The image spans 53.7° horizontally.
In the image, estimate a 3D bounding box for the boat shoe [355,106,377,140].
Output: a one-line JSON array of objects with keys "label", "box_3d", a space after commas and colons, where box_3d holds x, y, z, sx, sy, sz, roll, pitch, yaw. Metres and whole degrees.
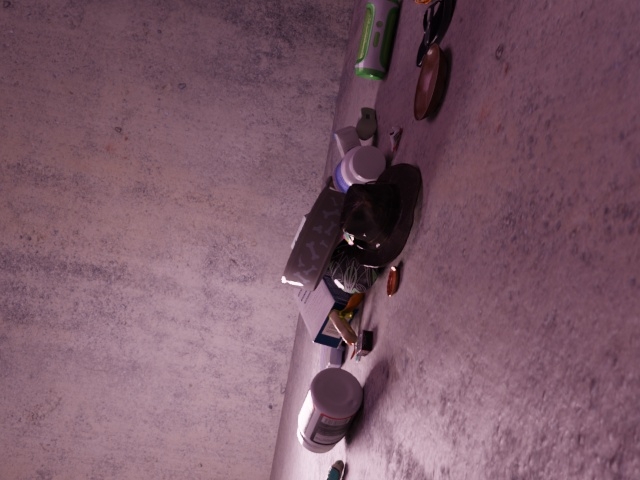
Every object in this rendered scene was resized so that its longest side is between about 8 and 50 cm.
[{"label": "boat shoe", "box_3d": [0.176, -0.434, 2.446, 0.228, 0.079, 0.081, -79, -3, -52]}]

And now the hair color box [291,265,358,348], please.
[{"label": "hair color box", "box_3d": [0.010, 0.217, 2.282, 0.174, 0.105, 0.347, -62, 25, 16]}]

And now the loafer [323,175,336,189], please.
[{"label": "loafer", "box_3d": [0.094, -0.159, 2.381, 0.251, 0.087, 0.094, 31, -98, -60]}]

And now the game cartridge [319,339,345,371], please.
[{"label": "game cartridge", "box_3d": [0.054, 0.329, 2.385, 0.230, 0.068, 0.355, 120, 159, -60]}]

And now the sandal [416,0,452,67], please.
[{"label": "sandal", "box_3d": [0.296, -0.566, 1.702, 0.254, 0.054, 0.097, 110, 167, -56]}]

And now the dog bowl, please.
[{"label": "dog bowl", "box_3d": [0.000, 0.000, 1.940, 0.349, 0.102, 0.349, 24, -90, -85]}]

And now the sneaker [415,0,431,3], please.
[{"label": "sneaker", "box_3d": [0.296, -0.731, 1.850, 0.215, 0.084, 0.083, -129, 45, -80]}]

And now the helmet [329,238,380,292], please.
[{"label": "helmet", "box_3d": [0.104, 0.078, 1.918, 0.161, 0.169, 0.170, -62, -14, -66]}]

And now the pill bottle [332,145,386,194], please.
[{"label": "pill bottle", "box_3d": [0.135, -0.233, 2.136, 0.272, 0.152, 0.152, 147, 132, -80]}]

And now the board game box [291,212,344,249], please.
[{"label": "board game box", "box_3d": [0.028, -0.033, 2.374, 0.098, 0.224, 0.303, 62, 159, 15]}]

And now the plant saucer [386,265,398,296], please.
[{"label": "plant saucer", "box_3d": [0.197, 0.111, 1.712, 0.083, 0.013, 0.084, -170, 90, -82]}]

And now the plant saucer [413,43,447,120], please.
[{"label": "plant saucer", "box_3d": [0.287, -0.403, 1.630, 0.198, 0.036, 0.199, -171, 90, -83]}]

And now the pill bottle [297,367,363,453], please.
[{"label": "pill bottle", "box_3d": [0.021, 0.527, 1.934, 0.283, 0.161, 0.161, 107, 170, -46]}]

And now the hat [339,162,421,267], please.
[{"label": "hat", "box_3d": [0.131, -0.086, 1.714, 0.331, 0.133, 0.331, -51, 28, 41]}]

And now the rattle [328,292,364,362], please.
[{"label": "rattle", "box_3d": [0.120, 0.279, 2.028, 0.130, 0.142, 0.200, 67, 174, -31]}]

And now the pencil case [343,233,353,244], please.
[{"label": "pencil case", "box_3d": [0.145, -0.066, 2.062, 0.236, 0.104, 0.105, 107, 171, -57]}]

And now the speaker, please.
[{"label": "speaker", "box_3d": [0.212, -0.766, 2.387, 0.131, 0.131, 0.297, -126, 46, -80]}]

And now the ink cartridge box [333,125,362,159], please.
[{"label": "ink cartridge box", "box_3d": [0.126, -0.310, 2.386, 0.134, 0.078, 0.231, -109, -2, -76]}]

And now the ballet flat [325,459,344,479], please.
[{"label": "ballet flat", "box_3d": [0.041, 0.747, 1.964, 0.052, 0.057, 0.168, -40, -26, -55]}]

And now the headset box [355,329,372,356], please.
[{"label": "headset box", "box_3d": [0.131, 0.306, 1.886, 0.083, 0.032, 0.062, 112, 166, -66]}]

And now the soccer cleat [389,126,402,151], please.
[{"label": "soccer cleat", "box_3d": [0.229, -0.318, 1.974, 0.029, 0.035, 0.083, -91, 13, -56]}]
